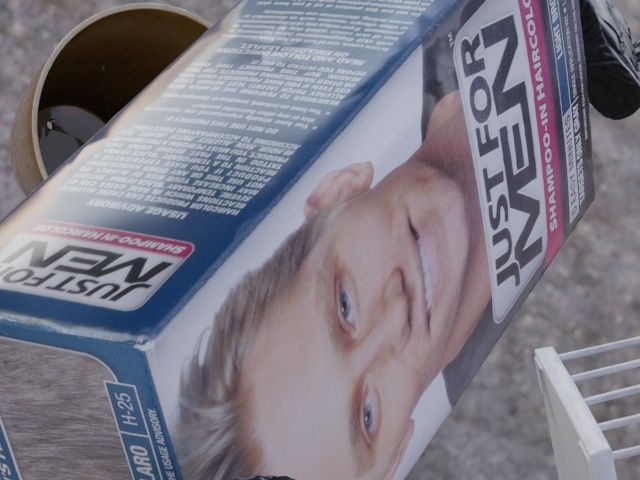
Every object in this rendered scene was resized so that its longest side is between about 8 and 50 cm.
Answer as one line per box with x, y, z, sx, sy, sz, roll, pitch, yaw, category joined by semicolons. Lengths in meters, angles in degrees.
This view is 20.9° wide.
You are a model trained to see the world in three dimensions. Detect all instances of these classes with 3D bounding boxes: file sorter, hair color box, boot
0.302;0.205;1.487;0.173;0.192;0.277;-12;13;1;file sorter
0.000;0.000;0.720;0.105;0.174;0.347;9;39;30;hair color box
0.161;-0.138;1.086;0.121;0.045;0.099;46;25;-24;boot

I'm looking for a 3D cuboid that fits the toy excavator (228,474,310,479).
0.050;0.295;0.471;0.222;0.433;0.445;69;2;-50;toy excavator

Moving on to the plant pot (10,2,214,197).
-0.211;-0.094;1.709;0.237;0.237;0.254;17;-11;-27;plant pot
